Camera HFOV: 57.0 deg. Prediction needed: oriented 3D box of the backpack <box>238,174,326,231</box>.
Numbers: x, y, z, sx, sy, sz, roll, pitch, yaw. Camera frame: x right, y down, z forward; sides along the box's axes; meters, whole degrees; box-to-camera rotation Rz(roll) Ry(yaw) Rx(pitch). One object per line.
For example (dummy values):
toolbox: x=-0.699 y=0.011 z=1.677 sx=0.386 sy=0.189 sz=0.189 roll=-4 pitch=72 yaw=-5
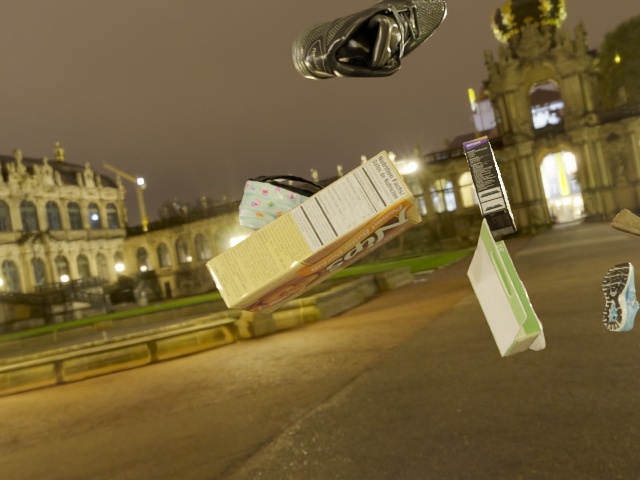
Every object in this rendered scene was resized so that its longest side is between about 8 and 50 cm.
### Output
backpack: x=-0.063 y=-0.056 z=1.123 sx=0.181 sy=0.115 sz=0.152 roll=16 pitch=-11 yaw=-25

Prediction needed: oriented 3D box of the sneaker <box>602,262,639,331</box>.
sneaker: x=0.683 y=0.130 z=1.332 sx=0.073 sy=0.162 sz=0.063 roll=19 pitch=-13 yaw=-25

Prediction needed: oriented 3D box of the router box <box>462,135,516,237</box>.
router box: x=0.546 y=-0.163 z=1.891 sx=0.080 sy=0.243 sz=0.309 roll=-17 pitch=-18 yaw=19

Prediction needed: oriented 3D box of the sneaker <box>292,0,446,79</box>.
sneaker: x=0.090 y=-0.256 z=0.731 sx=0.227 sy=0.087 sz=0.130 roll=-25 pitch=30 yaw=-23

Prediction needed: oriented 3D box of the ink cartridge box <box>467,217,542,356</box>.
ink cartridge box: x=0.305 y=0.079 z=0.966 sx=0.056 sy=0.171 sz=0.235 roll=-16 pitch=-26 yaw=-2

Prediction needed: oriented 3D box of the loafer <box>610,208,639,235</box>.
loafer: x=0.696 y=-0.028 z=1.253 sx=0.147 sy=0.050 sz=0.056 roll=16 pitch=9 yaw=-8

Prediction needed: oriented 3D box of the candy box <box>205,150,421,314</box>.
candy box: x=0.000 y=0.000 z=0.934 sx=0.316 sy=0.088 sz=0.183 roll=-32 pitch=-15 yaw=7

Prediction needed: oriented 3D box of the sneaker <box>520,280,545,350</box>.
sneaker: x=0.517 y=0.195 z=1.530 sx=0.090 sy=0.232 sz=0.115 roll=-30 pitch=-55 yaw=25
